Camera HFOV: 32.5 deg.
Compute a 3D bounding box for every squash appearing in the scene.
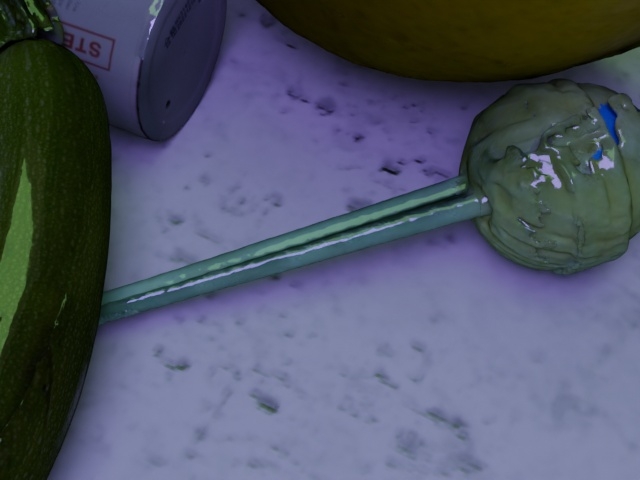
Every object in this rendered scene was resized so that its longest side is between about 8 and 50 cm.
[{"bbox_3d":[-0.131,0.028,0.448,0.080,0.071,0.318,16,65,-21],"label":"squash"}]

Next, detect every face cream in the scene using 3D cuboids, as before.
[{"bbox_3d":[-0.165,-0.130,0.572,0.214,0.095,0.095,20,56,12],"label":"face cream"}]

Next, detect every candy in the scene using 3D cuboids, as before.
[{"bbox_3d":[0.000,0.000,0.508,0.336,0.092,0.093,-15,92,-5],"label":"candy"}]

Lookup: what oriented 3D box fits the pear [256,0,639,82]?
[{"bbox_3d":[0.035,-0.197,0.488,0.191,0.340,0.386,-40,32,-17],"label":"pear"}]
